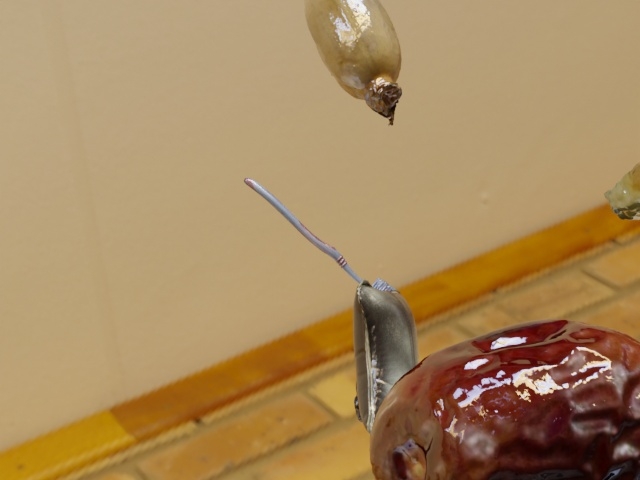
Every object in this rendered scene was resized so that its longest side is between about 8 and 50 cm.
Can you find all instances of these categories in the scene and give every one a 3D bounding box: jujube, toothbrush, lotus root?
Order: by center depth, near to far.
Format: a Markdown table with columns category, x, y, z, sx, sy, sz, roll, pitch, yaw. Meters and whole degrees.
| category | x | y | z | sx | sy | sz | roll | pitch | yaw |
| --- | --- | --- | --- | --- | --- | --- | --- | --- | --- |
| jujube | 0.163 | 0.151 | 0.908 | 0.243 | 0.183 | 0.183 | -4 | -64 | -37 |
| lotus root | 0.027 | -0.159 | 0.951 | 0.062 | 0.150 | 0.073 | -26 | -24 | 1 |
| toothbrush | 0.000 | 0.000 | 1.206 | 0.193 | 0.013 | 0.019 | 39 | -87 | -4 |

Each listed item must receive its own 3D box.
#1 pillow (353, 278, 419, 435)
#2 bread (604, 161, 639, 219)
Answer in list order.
| category | x | y | z | sx | sy | sz | roll | pitch | yaw |
| --- | --- | --- | --- | --- | --- | --- | --- | --- | --- |
| pillow | 0.058 | 0.104 | 1.030 | 0.091 | 0.055 | 0.135 | 7 | -103 | -36 |
| bread | 0.364 | -0.016 | 0.652 | 0.233 | 0.245 | 0.362 | 22 | -45 | -37 |
